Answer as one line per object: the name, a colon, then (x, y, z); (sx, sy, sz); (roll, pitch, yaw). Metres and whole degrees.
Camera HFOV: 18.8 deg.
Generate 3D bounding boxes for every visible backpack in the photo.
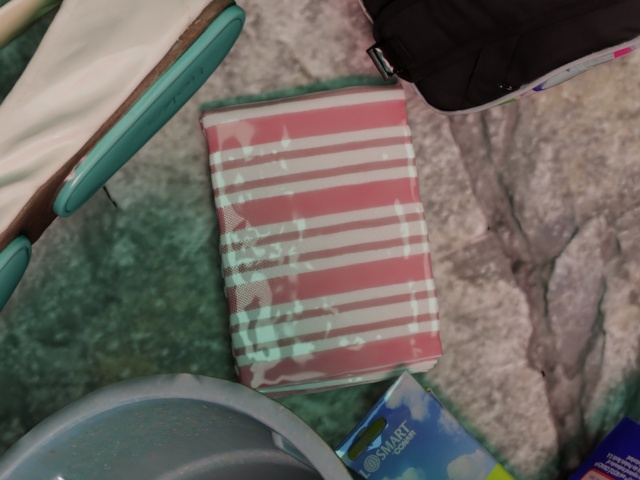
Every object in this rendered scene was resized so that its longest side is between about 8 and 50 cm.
backpack: (0.140, -0.215, 1.204); (0.191, 0.253, 0.225); (-37, 102, -35)

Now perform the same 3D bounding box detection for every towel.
towel: (0.000, 0.000, 1.277); (0.144, 0.029, 0.197); (-8, 91, -19)

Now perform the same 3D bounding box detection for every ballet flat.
ballet flat: (-0.208, -0.032, 1.164); (0.139, 0.139, 0.400); (42, 74, -15)

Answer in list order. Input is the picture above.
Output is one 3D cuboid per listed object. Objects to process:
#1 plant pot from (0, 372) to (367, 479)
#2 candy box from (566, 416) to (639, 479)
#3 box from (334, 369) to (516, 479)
plant pot: (-0.008, 0.282, 1.086); (0.334, 0.341, 0.341); (29, 80, -49)
candy box: (0.309, 0.289, 1.239); (0.122, 0.268, 0.317); (-44, 113, -10)
box: (0.076, 0.182, 1.295); (0.178, 0.042, 0.109); (46, 77, -15)
